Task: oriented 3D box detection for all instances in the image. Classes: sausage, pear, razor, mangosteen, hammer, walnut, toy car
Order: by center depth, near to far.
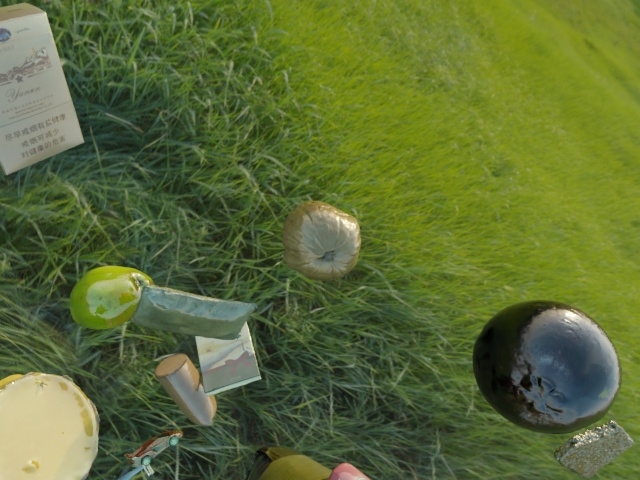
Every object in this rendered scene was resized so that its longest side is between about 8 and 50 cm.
[{"bbox_3d":[0.045,0.273,0.502,0.043,0.083,0.043,-24,125,-38],"label":"hammer"},{"bbox_3d":[0.387,0.202,0.820,0.265,0.228,0.228,-30,96,-60],"label":"mangosteen"},{"bbox_3d":[-0.360,0.450,1.033,0.122,0.059,0.035,-29,99,-40],"label":"toy car"},{"bbox_3d":[0.000,0.000,1.253,0.228,0.228,0.228,8,75,-30],"label":"walnut"},{"bbox_3d":[-0.551,0.673,1.338,0.135,0.040,0.068,-32,83,-15],"label":"razor"},{"bbox_3d":[-0.588,0.157,1.342,0.220,0.187,0.187,-13,85,4],"label":"pear"},{"bbox_3d":[-0.460,0.523,1.649,0.123,0.123,0.252,-40,116,-32],"label":"sausage"}]

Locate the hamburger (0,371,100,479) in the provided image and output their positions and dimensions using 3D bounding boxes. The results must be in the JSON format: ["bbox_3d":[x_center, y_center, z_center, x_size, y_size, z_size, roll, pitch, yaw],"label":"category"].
[{"bbox_3d":[-0.637,0.421,0.984,0.276,0.237,0.276,42,36,-42],"label":"hamburger"}]

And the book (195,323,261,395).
[{"bbox_3d":[-0.340,0.400,1.698,0.201,0.026,0.289,-17,48,-10],"label":"book"}]

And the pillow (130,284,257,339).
[{"bbox_3d":[-0.328,0.194,1.243,0.303,0.185,0.075,14,45,-25],"label":"pillow"}]

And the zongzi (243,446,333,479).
[{"bbox_3d":[-0.049,0.477,0.660,0.154,0.289,0.317,26,70,-21],"label":"zongzi"}]

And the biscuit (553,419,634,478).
[{"bbox_3d":[0.540,0.407,0.930,0.131,0.026,0.237,-45,130,8],"label":"biscuit"}]

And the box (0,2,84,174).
[{"bbox_3d":[-0.175,-0.085,0.271,0.024,0.083,0.053,28,46,24],"label":"box"}]
